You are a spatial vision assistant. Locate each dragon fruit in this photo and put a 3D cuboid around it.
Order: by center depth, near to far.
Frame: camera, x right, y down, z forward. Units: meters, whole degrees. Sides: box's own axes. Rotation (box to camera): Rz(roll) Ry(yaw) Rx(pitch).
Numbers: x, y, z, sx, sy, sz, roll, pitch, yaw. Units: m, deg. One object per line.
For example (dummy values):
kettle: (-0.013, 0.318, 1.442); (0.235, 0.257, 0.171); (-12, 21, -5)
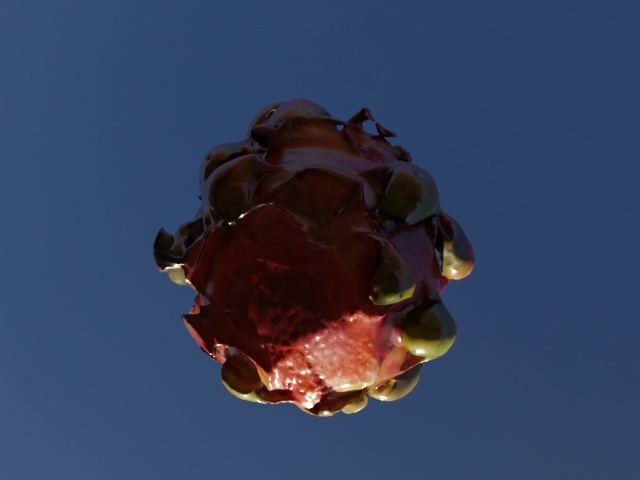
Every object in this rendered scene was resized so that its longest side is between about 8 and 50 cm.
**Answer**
dragon fruit: (-0.004, -0.004, 0.870); (0.227, 0.243, 0.307); (-20, -110, 7)
